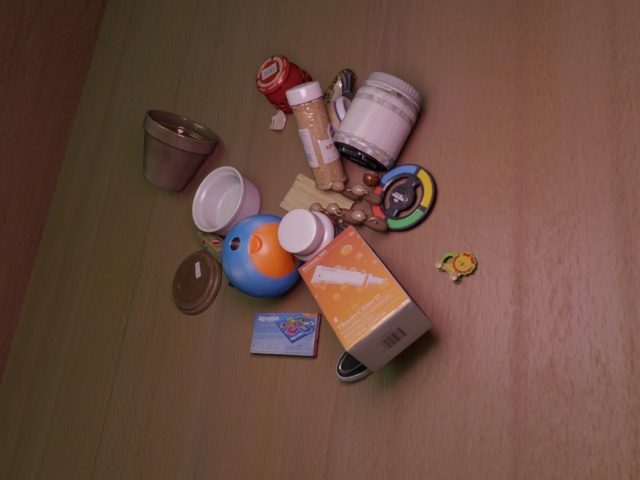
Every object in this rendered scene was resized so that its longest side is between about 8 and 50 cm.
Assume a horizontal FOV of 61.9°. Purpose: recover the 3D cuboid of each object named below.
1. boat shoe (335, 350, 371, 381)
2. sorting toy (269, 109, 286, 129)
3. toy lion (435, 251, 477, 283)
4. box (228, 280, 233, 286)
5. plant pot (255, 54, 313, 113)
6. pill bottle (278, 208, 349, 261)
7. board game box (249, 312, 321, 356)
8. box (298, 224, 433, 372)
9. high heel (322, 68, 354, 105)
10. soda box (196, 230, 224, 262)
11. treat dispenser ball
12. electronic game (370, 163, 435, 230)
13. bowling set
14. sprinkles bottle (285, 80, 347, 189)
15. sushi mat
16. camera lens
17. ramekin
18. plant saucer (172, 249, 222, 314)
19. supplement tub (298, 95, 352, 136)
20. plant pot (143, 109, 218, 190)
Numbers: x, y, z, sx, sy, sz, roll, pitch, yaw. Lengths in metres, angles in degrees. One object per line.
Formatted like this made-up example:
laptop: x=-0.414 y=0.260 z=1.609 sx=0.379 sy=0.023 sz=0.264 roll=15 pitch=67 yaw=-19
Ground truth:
boat shoe: x=0.148 y=0.310 z=1.587 sx=0.306 sy=0.105 sz=0.113 roll=-39 pitch=53 yaw=19
sorting toy: x=-0.183 y=-0.487 z=2.199 sx=0.075 sy=0.044 sz=0.083 roll=8 pitch=78 yaw=46
toy lion: x=0.398 y=0.069 z=1.546 sx=0.096 sy=0.034 sz=0.100 roll=-48 pitch=50 yaw=3
box: x=-0.298 y=0.096 z=2.060 sx=0.116 sy=0.029 sz=0.162 roll=-8 pitch=67 yaw=36
plant pot: x=-0.152 y=-0.631 z=2.147 sx=0.191 sy=0.174 sz=0.191 roll=-13 pitch=67 yaw=33
pill bottle: x=0.000 y=0.000 z=1.695 sx=0.161 sy=0.283 sz=0.161 roll=-8 pitch=73 yaw=29
board game box: x=-0.124 y=0.323 z=1.839 sx=0.281 sy=0.027 sz=0.145 roll=-6 pitch=71 yaw=36
box: x=0.119 y=0.158 z=1.513 sx=0.215 sy=0.168 sz=0.345 roll=-40 pitch=44 yaw=5
high heel: x=0.031 y=-0.541 z=2.049 sx=0.261 sy=0.093 sz=0.186 roll=-32 pitch=36 yaw=34
soda box: x=-0.429 y=0.018 z=2.156 sx=0.058 sy=0.061 sz=0.181 roll=-26 pitch=42 yaw=-28
treat dispenser ball: x=-0.196 y=0.053 z=1.832 sx=0.288 sy=0.288 sz=0.288 roll=-15 pitch=64 yaw=32
electronic game: x=0.263 y=-0.140 z=1.717 sx=0.229 sy=0.048 sz=0.229 roll=-14 pitch=65 yaw=32
bowling set: x=0.097 y=-0.148 z=1.732 sx=0.287 sy=0.154 sz=0.200 roll=10 pitch=83 yaw=44
sprinkles bottle: x=-0.011 y=-0.356 z=1.828 sx=0.121 sy=0.356 sz=0.121 roll=-16 pitch=21 yaw=6
sushi mat: x=-0.018 y=-0.133 z=1.946 sx=0.316 sy=0.019 sz=0.152 roll=32 pitch=94 yaw=40
camera lens: x=0.186 y=-0.382 z=1.758 sx=0.219 sy=0.219 sz=0.274 roll=27 pitch=90 yaw=40
ramekin: x=-0.371 y=-0.146 z=2.142 sx=0.277 sy=0.135 sz=0.277 roll=-14 pitch=65 yaw=32
plant saucer: x=-0.516 y=0.166 z=2.191 sx=0.277 sy=0.041 sz=0.278 roll=-15 pitch=63 yaw=32
supplement tub: x=0.033 y=-0.417 z=1.937 sx=0.199 sy=0.144 sz=0.144 roll=-23 pitch=60 yaw=28
plant pot: x=-0.651 y=-0.383 z=2.370 sx=0.323 sy=0.323 sz=0.281 roll=42 pitch=116 yaw=40
